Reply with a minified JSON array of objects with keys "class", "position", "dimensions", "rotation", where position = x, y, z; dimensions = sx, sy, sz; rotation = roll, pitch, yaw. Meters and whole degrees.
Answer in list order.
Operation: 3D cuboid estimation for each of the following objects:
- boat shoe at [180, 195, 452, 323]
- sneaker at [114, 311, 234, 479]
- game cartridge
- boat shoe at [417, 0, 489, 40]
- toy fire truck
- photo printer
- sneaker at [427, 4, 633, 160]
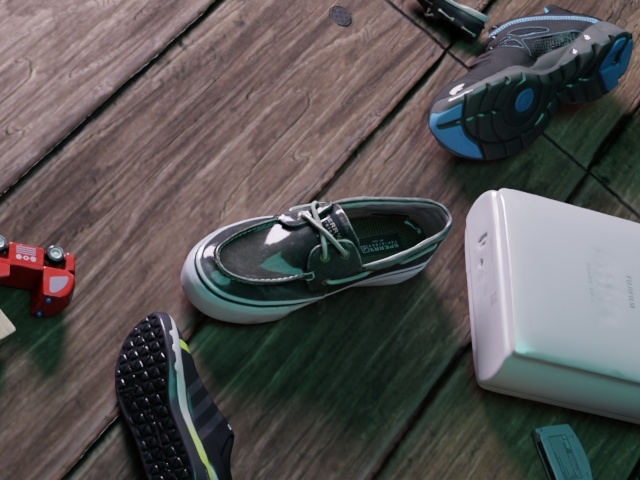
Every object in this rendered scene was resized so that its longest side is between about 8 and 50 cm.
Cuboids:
[{"class":"boat shoe","position":[0.000,0.000,2.059],"dimensions":[0.335,0.119,0.121],"rotation":[-14,67,-36]},{"class":"sneaker","position":[-0.141,0.188,1.894],"dimensions":[0.097,0.084,0.235],"rotation":[20,48,-49]},{"class":"game cartridge","position":[0.280,0.252,2.119],"dimensions":[0.056,0.017,0.083],"rotation":[-4,62,-28]},{"class":"boat shoe","position":[0.158,-0.301,2.412],"dimensions":[0.125,0.038,0.046],"rotation":[23,7,-16]},{"class":"toy fire truck","position":[-0.341,0.060,1.869],"dimensions":[0.192,0.047,0.135],"rotation":[13,54,-24]},{"class":"photo printer","position":[0.328,0.085,2.198],"dimensions":[0.307,0.107,0.256],"rotation":[15,53,-21]},{"class":"sneaker","position":[0.246,-0.206,2.370],"dimensions":[0.341,0.125,0.139],"rotation":[-25,46,-36]}]
